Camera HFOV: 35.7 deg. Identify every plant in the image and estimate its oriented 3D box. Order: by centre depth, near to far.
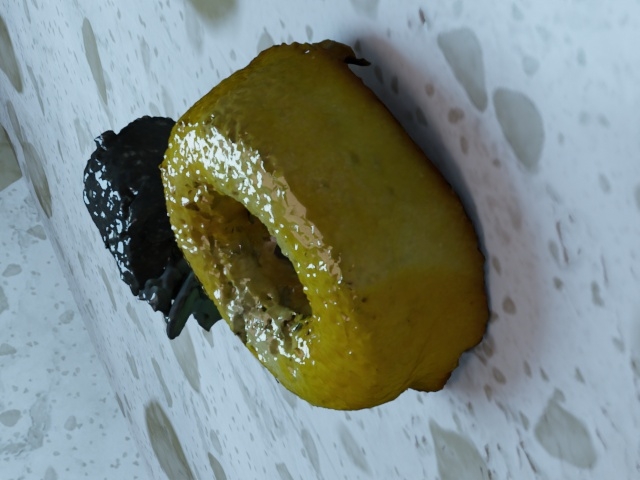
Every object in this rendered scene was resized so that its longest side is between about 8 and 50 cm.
[{"bbox_3d":[-0.125,-0.008,0.882,0.203,0.142,0.131,49,145,17],"label":"plant"}]

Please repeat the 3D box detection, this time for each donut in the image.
[{"bbox_3d":[-0.002,-0.002,0.646,0.253,0.118,0.253,38,147,30],"label":"donut"}]
